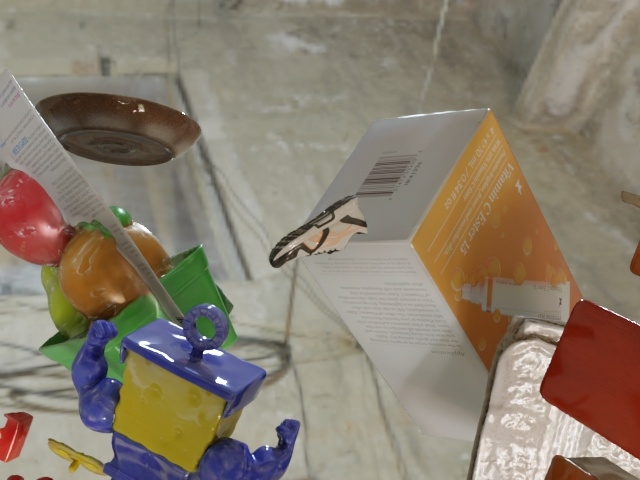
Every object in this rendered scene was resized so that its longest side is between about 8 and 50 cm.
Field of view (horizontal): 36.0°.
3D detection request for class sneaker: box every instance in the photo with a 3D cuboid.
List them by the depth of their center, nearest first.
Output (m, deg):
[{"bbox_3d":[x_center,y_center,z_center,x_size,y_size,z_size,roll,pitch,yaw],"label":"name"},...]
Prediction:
[{"bbox_3d":[0.000,0.000,0.963,0.043,0.109,0.040,61,-11,-14],"label":"sneaker"}]

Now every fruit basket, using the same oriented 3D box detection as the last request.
[{"bbox_3d":[-0.248,0.004,1.050,0.353,0.165,0.327,59,-28,-6],"label":"fruit basket"}]

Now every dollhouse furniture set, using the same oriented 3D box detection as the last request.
[{"bbox_3d":[0.239,0.115,0.634,0.259,0.135,0.262,29,-80,58],"label":"dollhouse furniture set"}]

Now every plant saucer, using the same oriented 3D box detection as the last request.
[{"bbox_3d":[-0.243,-0.126,1.182,0.198,0.199,0.036,147,-51,-69],"label":"plant saucer"}]

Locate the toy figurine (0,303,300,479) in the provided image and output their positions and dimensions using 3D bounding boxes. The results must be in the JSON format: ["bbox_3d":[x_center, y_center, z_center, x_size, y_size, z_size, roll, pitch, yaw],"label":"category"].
[{"bbox_3d":[-0.106,0.162,0.767,0.217,0.363,0.191,-69,162,9],"label":"toy figurine"}]

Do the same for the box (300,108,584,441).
[{"bbox_3d":[0.155,0.050,1.154,0.168,0.215,0.345,0,-45,42],"label":"box"}]

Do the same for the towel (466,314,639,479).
[{"bbox_3d":[0.242,0.214,0.960,0.049,0.187,0.282,-83,-179,-73],"label":"towel"}]
